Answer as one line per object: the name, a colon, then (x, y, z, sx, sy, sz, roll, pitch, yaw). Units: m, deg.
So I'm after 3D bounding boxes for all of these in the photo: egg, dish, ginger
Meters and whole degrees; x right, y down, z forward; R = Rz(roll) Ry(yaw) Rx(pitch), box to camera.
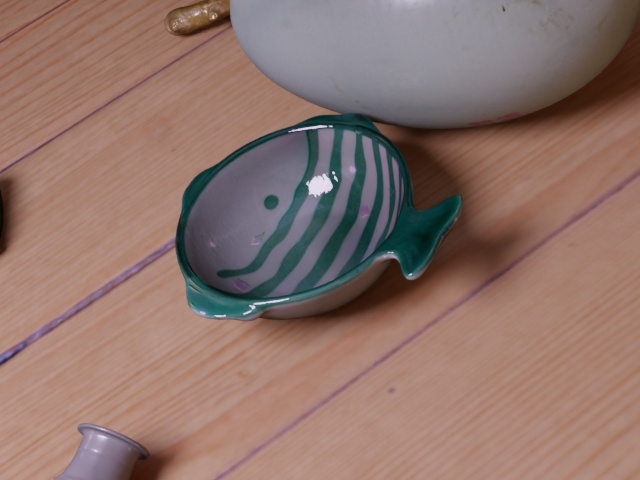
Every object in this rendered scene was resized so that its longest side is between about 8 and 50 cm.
egg: (0.088, -0.209, 0.966, 0.371, 0.230, 0.230, 0, 48, 33)
dish: (0.000, 0.000, 0.908, 0.246, 0.078, 0.224, 13, 54, 34)
ginger: (-0.132, -0.297, 1.284, 0.176, 0.052, 0.193, -6, 54, 20)

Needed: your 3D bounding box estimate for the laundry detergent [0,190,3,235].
laundry detergent: (-0.416, 0.000, 1.110, 0.211, 0.063, 0.137, -21, 41, 8)

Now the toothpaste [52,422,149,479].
toothpaste: (-0.198, 0.253, 0.774, 0.096, 0.061, 0.266, 8, 59, 29)
